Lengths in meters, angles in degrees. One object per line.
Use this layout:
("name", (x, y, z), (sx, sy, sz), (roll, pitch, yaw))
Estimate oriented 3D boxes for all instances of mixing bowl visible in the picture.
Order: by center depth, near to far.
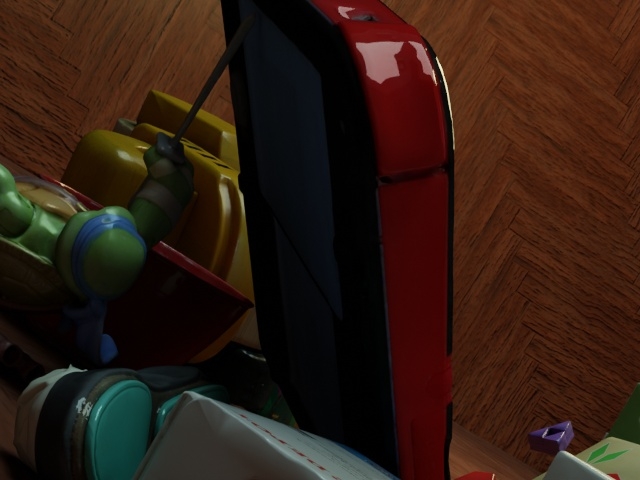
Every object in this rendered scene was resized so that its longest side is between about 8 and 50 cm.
("mixing bowl", (-0.150, 0.039, 1.188), (0.181, 0.098, 0.181), (33, -1, 1))

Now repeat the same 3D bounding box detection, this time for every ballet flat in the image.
("ballet flat", (-0.102, 0.091, 0.774), (0.074, 0.074, 0.203), (32, 6, 12))

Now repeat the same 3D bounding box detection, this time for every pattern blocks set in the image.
("pattern blocks set", (0.246, 0.215, 1.373), (0.325, 0.285, 0.026), (20, -51, 67))

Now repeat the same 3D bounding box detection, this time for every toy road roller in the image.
("toy road roller", (-0.151, -0.015, 1.423), (0.241, 0.202, 0.329), (21, 7, -39))

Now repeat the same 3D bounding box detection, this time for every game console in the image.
("game console", (0.000, 0.000, 1.011), (0.060, 0.342, 0.386), (-5, 22, -12))

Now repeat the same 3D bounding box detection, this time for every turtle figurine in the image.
("turtle figurine", (-0.184, -0.062, 1.015), (0.266, 0.274, 0.198), (1, 12, 45))

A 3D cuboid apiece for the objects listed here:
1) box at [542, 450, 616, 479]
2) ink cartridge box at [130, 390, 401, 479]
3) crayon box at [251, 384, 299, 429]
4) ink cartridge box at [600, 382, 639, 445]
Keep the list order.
("box", (0.204, 0.240, 1.128), (0.170, 0.130, 0.091), (33, -2, -44))
("ink cartridge box", (0.012, 0.147, 0.744), (0.140, 0.082, 0.191), (31, 1, 28))
("crayon box", (0.008, 0.101, 1.610), (0.081, 0.165, 0.278), (32, 0, 23))
("ink cartridge box", (0.293, 0.251, 1.538), (0.062, 0.209, 0.109), (32, 0, -45))
